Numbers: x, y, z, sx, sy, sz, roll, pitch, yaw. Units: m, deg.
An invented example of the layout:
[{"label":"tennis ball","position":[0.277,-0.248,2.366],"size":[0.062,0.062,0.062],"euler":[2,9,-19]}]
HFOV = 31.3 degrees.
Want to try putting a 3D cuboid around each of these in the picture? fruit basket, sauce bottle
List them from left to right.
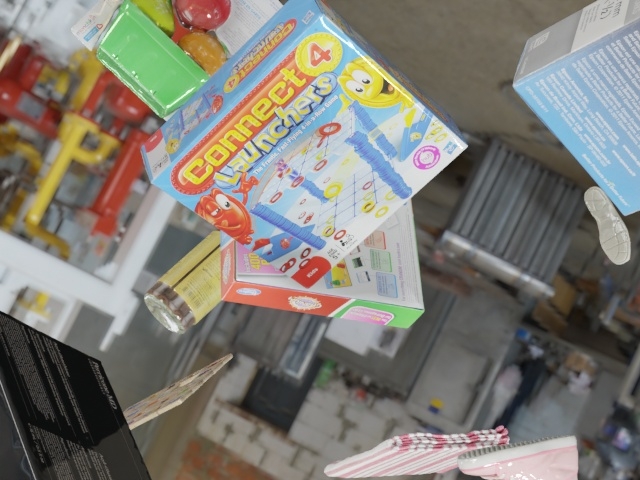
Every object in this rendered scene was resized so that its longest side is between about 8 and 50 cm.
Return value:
[{"label":"fruit basket","position":[-0.273,-0.435,2.341],"size":[0.327,0.353,0.165],"euler":[42,161,-7]},{"label":"sauce bottle","position":[-0.178,0.033,2.172],"size":[0.111,0.344,0.111],"euler":[37,153,23]}]

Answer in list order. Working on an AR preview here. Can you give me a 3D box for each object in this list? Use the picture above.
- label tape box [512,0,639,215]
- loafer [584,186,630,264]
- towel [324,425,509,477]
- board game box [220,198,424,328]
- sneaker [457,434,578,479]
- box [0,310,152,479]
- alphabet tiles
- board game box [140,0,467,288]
[{"label":"label tape box","position":[0.447,-0.200,1.374],"size":[0.348,0.115,0.249],"euler":[-26,118,40]},{"label":"loafer","position":[0.438,-0.023,1.720],"size":[0.045,0.125,0.039],"euler":[-28,162,28]},{"label":"towel","position":[0.119,0.262,1.410],"size":[0.197,0.029,0.144],"euler":[5,154,-34]},{"label":"board game box","position":[0.000,0.000,1.810],"size":[0.316,0.242,0.064],"euler":[10,145,-20]},{"label":"sneaker","position":[0.192,0.225,1.080],"size":[0.134,0.070,0.051],"euler":[-2,173,-30]},{"label":"box","position":[-0.227,0.196,0.941],"size":[0.184,0.103,0.261],"euler":[38,-164,-53]},{"label":"alphabet tiles","position":[-0.251,0.241,1.616],"size":[0.009,0.237,0.198],"euler":[59,-160,-3]},{"label":"board game box","position":[-0.018,-0.123,1.497],"size":[0.302,0.308,0.086],"euler":[35,-160,-37]}]
